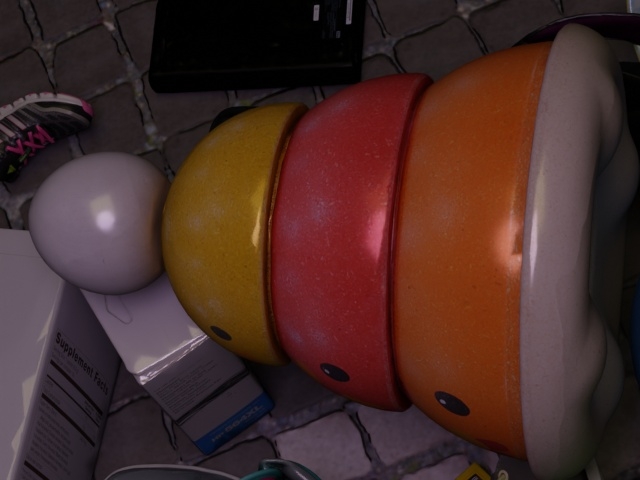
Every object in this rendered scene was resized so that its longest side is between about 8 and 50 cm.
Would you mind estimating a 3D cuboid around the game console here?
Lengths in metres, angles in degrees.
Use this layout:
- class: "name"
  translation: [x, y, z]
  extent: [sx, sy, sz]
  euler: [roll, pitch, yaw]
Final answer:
- class: "game console"
  translation: [-0.072, -0.113, 1.772]
  extent: [0.213, 0.044, 0.361]
  euler: [-1, 65, 14]

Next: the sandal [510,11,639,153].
- class: "sandal"
  translation: [0.277, -0.146, 1.580]
  extent: [0.446, 0.107, 0.167]
  euler: [-1, 28, 42]

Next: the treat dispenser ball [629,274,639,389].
- class: "treat dispenser ball"
  translation: [0.393, 0.074, 1.442]
  extent: [0.288, 0.288, 0.288]
  euler: [-5, 65, 10]

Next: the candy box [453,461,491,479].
- class: "candy box"
  translation: [0.162, 0.290, 1.527]
  extent: [0.105, 0.027, 0.206]
  euler: [-39, 58, -12]

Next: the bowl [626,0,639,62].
- class: "bowl"
  translation: [0.435, -0.228, 1.628]
  extent: [0.156, 0.289, 0.289]
  euler: [-9, 55, -39]

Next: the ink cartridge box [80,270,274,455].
- class: "ink cartridge box"
  translation: [-0.132, 0.084, 1.603]
  extent: [0.086, 0.203, 0.148]
  euler: [-34, 64, -4]

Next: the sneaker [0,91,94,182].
- class: "sneaker"
  translation: [-0.305, -0.096, 1.804]
  extent: [0.170, 0.063, 0.075]
  euler: [-13, 63, 12]

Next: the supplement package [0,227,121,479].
- class: "supplement package"
  translation: [-0.305, 0.151, 1.626]
  extent: [0.177, 0.175, 0.293]
  euler: [4, 67, 15]

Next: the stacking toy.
- class: "stacking toy"
  translation: [0.000, 0.000, 1.428]
  extent: [0.480, 0.350, 0.350]
  euler: [3, 67, 15]

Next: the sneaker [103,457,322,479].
- class: "sneaker"
  translation: [-0.081, 0.244, 1.532]
  extent: [0.295, 0.178, 0.124]
  euler: [14, 70, 18]

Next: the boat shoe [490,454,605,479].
- class: "boat shoe"
  translation: [0.186, 0.192, 1.523]
  extent: [0.091, 0.109, 0.305]
  euler: [-14, 51, -1]
